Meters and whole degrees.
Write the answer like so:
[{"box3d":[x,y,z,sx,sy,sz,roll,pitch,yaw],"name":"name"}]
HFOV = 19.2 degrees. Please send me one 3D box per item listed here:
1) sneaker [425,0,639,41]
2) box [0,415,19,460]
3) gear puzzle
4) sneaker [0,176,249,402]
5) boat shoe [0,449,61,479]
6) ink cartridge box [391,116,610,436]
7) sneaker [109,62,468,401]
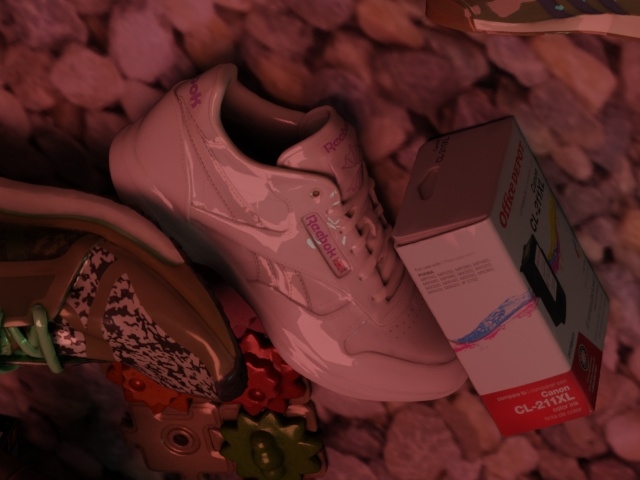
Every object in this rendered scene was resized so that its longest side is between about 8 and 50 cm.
[{"box3d":[0.162,-0.174,1.175,0.192,0.064,0.086,6,120,12],"name":"sneaker"},{"box3d":[-0.375,0.201,1.629,0.233,0.044,0.159,11,129,8],"name":"box"},{"box3d":[-0.088,0.143,1.499,0.176,0.044,0.339,0,127,16],"name":"gear puzzle"},{"box3d":[-0.243,0.050,1.332,0.410,0.182,0.158,22,149,21],"name":"sneaker"},{"box3d":[-0.290,0.261,1.526,0.130,0.132,0.355,51,134,3],"name":"boat shoe"},{"box3d":[0.127,0.024,1.290,0.072,0.127,0.175,-17,121,25],"name":"ink cartridge box"},{"box3d":[0.000,0.000,1.317,0.305,0.114,0.152,38,128,-13],"name":"sneaker"}]
